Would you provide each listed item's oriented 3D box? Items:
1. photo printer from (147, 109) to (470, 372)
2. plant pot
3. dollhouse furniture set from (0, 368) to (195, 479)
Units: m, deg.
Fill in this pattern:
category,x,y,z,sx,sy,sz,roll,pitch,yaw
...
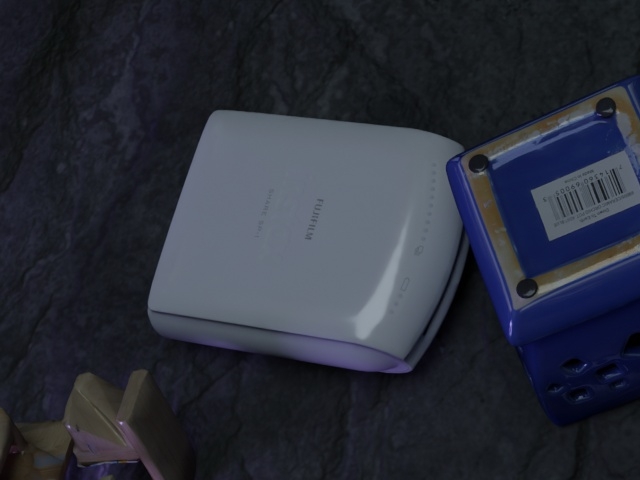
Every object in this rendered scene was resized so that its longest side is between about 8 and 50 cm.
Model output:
category,x,y,z,sx,sy,sz,roll,pitch,yaw
photo printer,0.000,0.000,1.798,0.308,0.107,0.256,8,70,27
plant pot,0.257,0.001,1.625,0.236,0.212,0.236,-24,58,12
dollhouse furniture set,-0.328,0.358,1.751,0.362,0.256,0.394,-6,43,20
